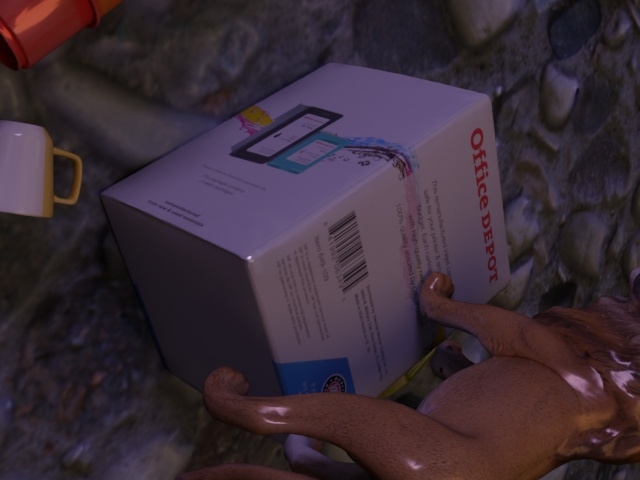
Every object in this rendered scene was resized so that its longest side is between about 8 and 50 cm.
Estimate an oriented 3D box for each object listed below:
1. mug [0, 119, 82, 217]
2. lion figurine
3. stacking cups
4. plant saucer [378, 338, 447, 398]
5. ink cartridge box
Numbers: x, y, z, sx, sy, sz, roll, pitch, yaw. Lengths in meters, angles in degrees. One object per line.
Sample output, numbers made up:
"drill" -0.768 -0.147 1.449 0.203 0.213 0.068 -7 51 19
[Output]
"mug" -0.217 -0.052 0.692 0.078 0.062 0.064 3 95 -76
"lion figurine" 0.111 0.125 0.660 0.392 0.240 0.142 -28 125 -33
"stacking cups" -0.119 -0.244 0.690 0.316 0.096 0.096 -43 131 -23
"plant saucer" 0.103 0.066 1.063 0.188 0.045 0.188 -45 133 -24
"ink cartridge box" 0.000 0.000 0.821 0.270 0.197 0.198 -35 127 -31
